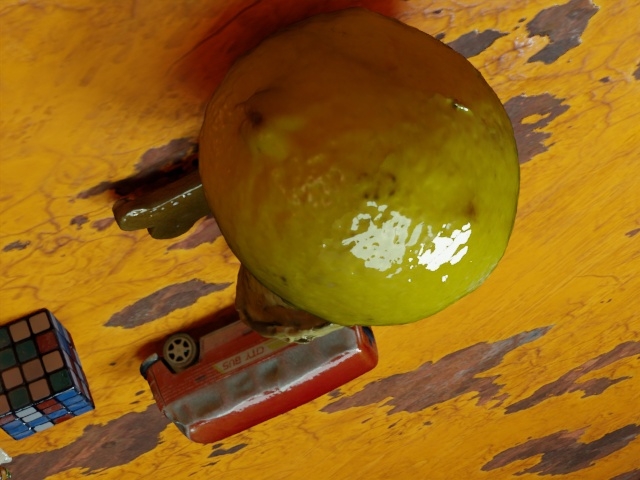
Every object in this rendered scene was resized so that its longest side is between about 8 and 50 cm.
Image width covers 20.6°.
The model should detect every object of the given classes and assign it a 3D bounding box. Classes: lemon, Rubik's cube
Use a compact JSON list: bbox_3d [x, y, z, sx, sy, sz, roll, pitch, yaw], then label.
[{"bbox_3d":[0.033,-0.056,1.415,0.260,0.260,0.284,-28,130,16],"label":"lemon"},{"bbox_3d":[-0.294,0.138,1.792,0.092,0.092,0.092,-23,160,-1],"label":"Rubik's cube"}]

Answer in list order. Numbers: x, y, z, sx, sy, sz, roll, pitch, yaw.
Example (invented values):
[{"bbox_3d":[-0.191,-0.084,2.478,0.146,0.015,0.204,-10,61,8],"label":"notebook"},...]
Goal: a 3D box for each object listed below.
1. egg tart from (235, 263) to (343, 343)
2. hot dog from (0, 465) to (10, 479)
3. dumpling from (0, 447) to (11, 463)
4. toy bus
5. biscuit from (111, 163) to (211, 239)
[{"bbox_3d":[-0.002,0.000,1.638,0.213,0.212,0.090,-30,129,20],"label":"egg tart"},{"bbox_3d":[-0.434,0.286,2.117,0.122,0.037,0.049,-3,164,-31],"label":"hot dog"},{"bbox_3d":[-0.405,0.254,2.054,0.059,0.043,0.077,-19,-176,46],"label":"dumpling"},{"bbox_3d":[-0.066,0.137,1.983,0.265,0.119,0.121,-25,158,7],"label":"toy bus"},{"bbox_3d":[-0.083,-0.060,1.593,0.205,0.031,0.138,-27,164,17],"label":"biscuit"}]
